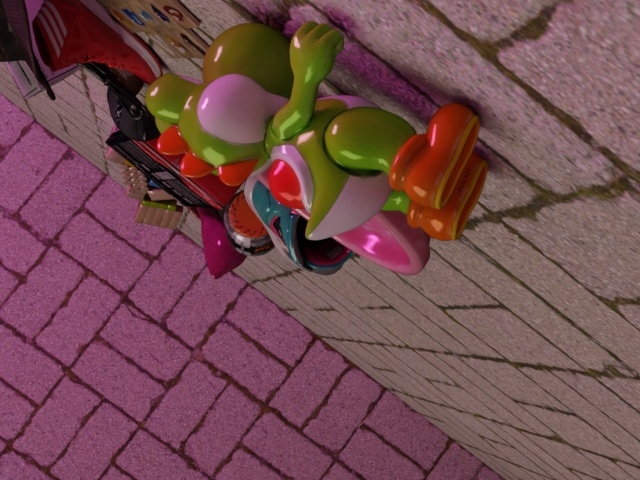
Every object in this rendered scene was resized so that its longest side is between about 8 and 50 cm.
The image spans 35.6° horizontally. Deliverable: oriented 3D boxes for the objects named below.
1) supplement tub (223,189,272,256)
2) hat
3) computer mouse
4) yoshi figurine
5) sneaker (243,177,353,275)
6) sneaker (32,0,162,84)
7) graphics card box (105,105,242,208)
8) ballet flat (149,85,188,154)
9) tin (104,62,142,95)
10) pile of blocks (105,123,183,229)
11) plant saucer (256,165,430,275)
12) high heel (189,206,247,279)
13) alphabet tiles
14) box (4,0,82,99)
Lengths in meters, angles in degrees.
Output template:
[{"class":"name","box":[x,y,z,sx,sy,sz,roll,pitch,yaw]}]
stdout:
[{"class":"supplement tub","box":[-0.132,-0.037,1.979,0.117,0.117,0.190,37,171,3]},{"class":"hat","box":[-0.507,-0.337,1.444,0.331,0.134,0.331,58,162,30]},{"class":"computer mouse","box":[-0.356,-0.246,1.700,0.184,0.060,0.262,47,177,1]},{"class":"yoshi figurine","box":[-0.003,-0.137,1.040,0.362,0.203,0.203,18,-155,20]},{"class":"sneaker","box":[0.000,0.000,1.698,0.178,0.124,0.295,41,175,42]},{"class":"sneaker","box":[-0.353,-0.288,1.534,0.221,0.128,0.087,44,168,-34]},{"class":"graphics card box","box":[-0.303,-0.168,2.040,0.233,0.094,0.371,39,169,-16]},{"class":"ballet flat","box":[-0.219,-0.186,1.695,0.231,0.077,0.077,35,171,12]},{"class":"tin","box":[-0.386,-0.320,1.783,0.106,0.040,0.189,36,171,32]},{"class":"pile of blocks","box":[-0.399,-0.169,2.363,0.149,0.112,0.362,-2,148,5]},{"class":"plant saucer","box":[0.018,-0.083,1.323,0.332,0.084,0.332,36,171,6]},{"class":"high heel","box":[-0.270,-0.029,2.309,0.127,0.181,0.377,42,169,-27]},{"class":"alphabet tiles","box":[-0.292,-0.360,1.328,0.342,0.011,0.285,42,169,-26]},{"class":"box","box":[-0.522,-0.352,1.797,0.169,0.087,0.290,63,164,-13]}]
